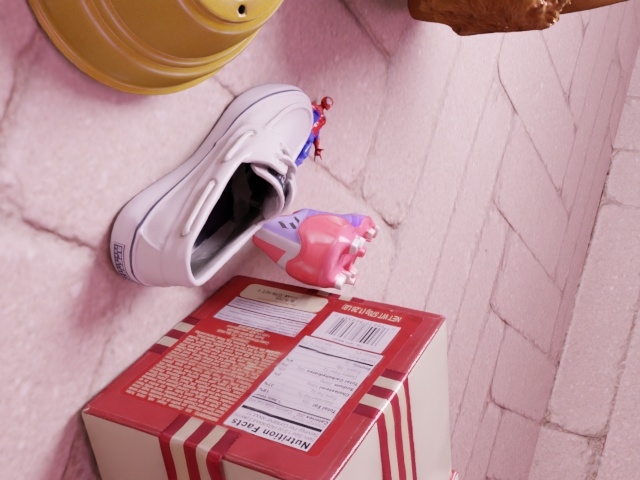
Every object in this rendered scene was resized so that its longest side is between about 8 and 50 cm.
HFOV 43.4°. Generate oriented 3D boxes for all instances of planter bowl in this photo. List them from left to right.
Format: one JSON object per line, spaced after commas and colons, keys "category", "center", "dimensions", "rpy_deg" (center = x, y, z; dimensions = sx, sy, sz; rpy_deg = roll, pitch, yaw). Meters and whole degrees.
{"category": "planter bowl", "center": [-0.079, -0.197, 0.527], "dimensions": [0.217, 0.090, 0.217], "rpy_deg": [-23, 122, -42]}

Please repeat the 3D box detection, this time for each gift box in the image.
{"category": "gift box", "center": [-0.007, 0.199, 0.701], "dimensions": [0.276, 0.255, 0.258], "rpy_deg": [-37, 130, -46]}

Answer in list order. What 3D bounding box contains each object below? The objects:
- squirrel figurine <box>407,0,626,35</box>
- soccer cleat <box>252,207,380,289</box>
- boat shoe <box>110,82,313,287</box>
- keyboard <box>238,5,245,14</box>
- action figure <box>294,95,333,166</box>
{"category": "squirrel figurine", "center": [0.173, -0.403, 0.776], "dimensions": [0.397, 0.281, 0.370], "rpy_deg": [-42, 129, -54]}
{"category": "soccer cleat", "center": [0.000, 0.000, 0.811], "dimensions": [0.248, 0.095, 0.083], "rpy_deg": [-21, 136, -82]}
{"category": "boat shoe", "center": [-0.061, -0.046, 0.676], "dimensions": [0.258, 0.084, 0.095], "rpy_deg": [-54, 144, -37]}
{"category": "keyboard", "center": [-0.062, -0.303, 0.596], "dimensions": [0.201, 0.033, 0.317], "rpy_deg": [-18, 120, -51]}
{"category": "action figure", "center": [-0.014, -0.100, 0.803], "dimensions": [0.038, 0.030, 0.115], "rpy_deg": [56, 51, -48]}
